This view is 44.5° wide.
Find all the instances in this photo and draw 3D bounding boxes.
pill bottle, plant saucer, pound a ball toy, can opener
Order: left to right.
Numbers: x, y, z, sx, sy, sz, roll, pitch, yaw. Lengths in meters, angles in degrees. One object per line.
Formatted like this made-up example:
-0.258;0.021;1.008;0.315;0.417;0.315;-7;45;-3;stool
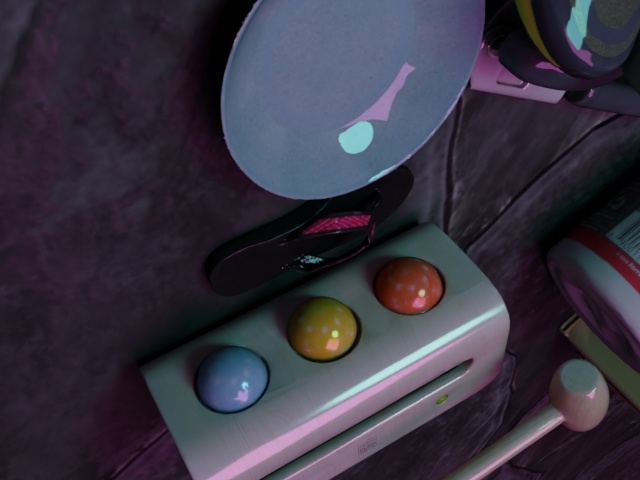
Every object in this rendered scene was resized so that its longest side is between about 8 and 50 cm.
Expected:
0.017;-0.115;0.502;0.194;0.037;0.195;-22;140;-20;plant saucer
0.046;0.112;0.615;0.319;0.208;0.136;-26;141;-15;pound a ball toy
0.236;-0.127;0.618;0.283;0.095;0.076;2;128;-32;can opener
0.409;-0.018;0.806;0.318;0.176;0.176;-39;142;0;pill bottle

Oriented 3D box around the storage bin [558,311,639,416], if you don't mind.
0.477;0.124;0.936;0.260;0.262;0.123;-45;140;8;storage bin

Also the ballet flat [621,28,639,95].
0.240;-0.166;0.532;0.072;0.213;0.068;5;134;15;ballet flat

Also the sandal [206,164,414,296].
0.000;0.000;0.600;0.179;0.040;0.067;-29;141;-13;sandal

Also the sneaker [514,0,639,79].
0.198;-0.233;0.429;0.111;0.121;0.300;-2;118;-29;sneaker
